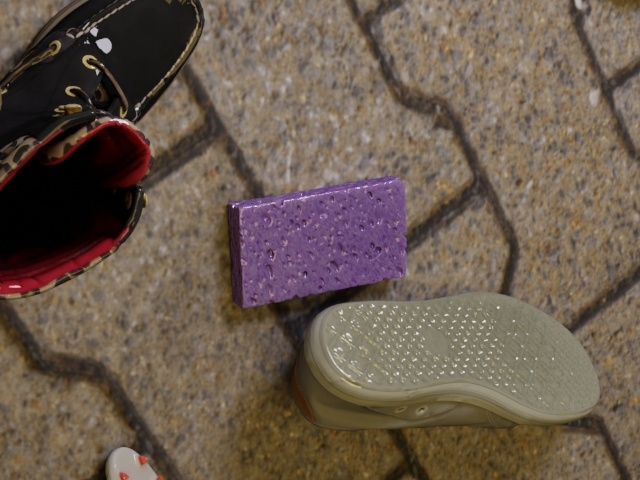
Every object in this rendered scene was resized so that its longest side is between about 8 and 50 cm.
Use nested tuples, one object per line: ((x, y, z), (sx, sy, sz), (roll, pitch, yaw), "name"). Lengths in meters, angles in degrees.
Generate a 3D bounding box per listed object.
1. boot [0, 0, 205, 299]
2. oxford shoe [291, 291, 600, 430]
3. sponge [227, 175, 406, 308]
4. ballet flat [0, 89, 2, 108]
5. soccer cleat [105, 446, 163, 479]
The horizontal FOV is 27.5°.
((-0.217, -0.102, 1.181), (0.377, 0.284, 0.138), (-39, 117, -14), "boot")
((0.147, 0.153, 1.533), (0.449, 0.169, 0.130), (5, 144, -36), "oxford shoe")
((0.000, 0.000, 1.465), (0.210, 0.031, 0.117), (-10, 107, -25), "sponge")
((-0.445, -0.119, 1.127), (0.342, 0.124, 0.116), (-5, 88, -7), "ballet flat")
((-0.193, 0.318, 1.429), (0.068, 0.076, 0.196), (-39, 106, -51), "soccer cleat")
